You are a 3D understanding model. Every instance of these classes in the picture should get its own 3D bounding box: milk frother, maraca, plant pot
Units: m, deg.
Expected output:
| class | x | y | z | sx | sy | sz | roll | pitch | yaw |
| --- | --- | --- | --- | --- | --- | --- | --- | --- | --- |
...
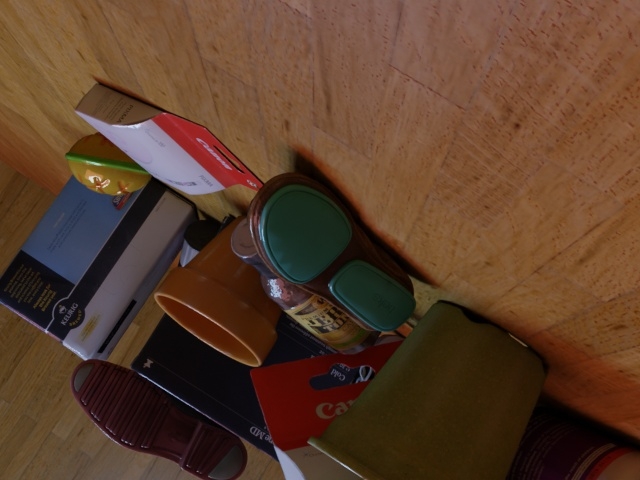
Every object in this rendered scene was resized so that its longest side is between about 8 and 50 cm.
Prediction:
| class | x | y | z | sx | sy | sz | roll | pitch | yaw |
| --- | --- | --- | --- | --- | --- | --- | --- | --- | --- |
| milk frother | -0.228 | 0.007 | 2.040 | 0.143 | 0.129 | 0.135 | 59 | 146 | 29 |
| maraca | -0.311 | -0.119 | 1.643 | 0.185 | 0.099 | 0.127 | 8 | -174 | -21 |
| plant pot | 0.163 | 0.232 | 1.377 | 0.276 | 0.254 | 0.276 | 31 | 171 | 5 |
| plant pot | -0.132 | 0.070 | 1.676 | 0.205 | 0.188 | 0.205 | 30 | 162 | 11 |

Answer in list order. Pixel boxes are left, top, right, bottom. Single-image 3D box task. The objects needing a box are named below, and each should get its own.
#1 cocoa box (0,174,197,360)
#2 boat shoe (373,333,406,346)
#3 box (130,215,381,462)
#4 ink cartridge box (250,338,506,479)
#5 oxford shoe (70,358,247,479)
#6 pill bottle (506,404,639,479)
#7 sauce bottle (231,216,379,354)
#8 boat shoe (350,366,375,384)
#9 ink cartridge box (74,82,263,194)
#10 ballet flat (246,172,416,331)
| class | x | y | z | sx | sy | sz | roll | pitch | yaw |
| --- | --- | --- | --- | --- | --- | --- | --- | --- | --- |
| cocoa box | -0.428 | 0.031 | 2.005 | 0.228 | 0.347 | 0.231 | 33 | 172 | 1 |
| boat shoe | 0.155 | 0.237 | 1.975 | 0.081 | 0.079 | 0.227 | 16 | 165 | 46 |
| box | -0.106 | 0.185 | 1.846 | 0.343 | 0.312 | 0.179 | 33 | 171 | 1 |
| ink cartridge box | 0.096 | 0.317 | 1.584 | 0.091 | 0.308 | 0.385 | 114 | 141 | -50 |
| oxford shoe | -0.294 | 0.325 | 1.877 | 0.348 | 0.123 | 0.130 | 34 | 178 | -5 |
| pill bottle | 0.373 | 0.367 | 1.610 | 0.181 | 0.181 | 0.323 | 39 | 169 | -34 |
| sauce bottle | -0.021 | 0.070 | 1.588 | 0.111 | 0.111 | 0.344 | 25 | 170 | 39 |
| boat shoe | 0.092 | 0.310 | 2.178 | 0.306 | 0.113 | 0.105 | 5 | 168 | -7 |
| ink cartridge box | -0.195 | -0.115 | 1.391 | 0.232 | 0.066 | 0.189 | 31 | 171 | 39 |
| ballet flat | 0.000 | 0.000 | 1.247 | 0.342 | 0.116 | 0.124 | 37 | -170 | -48 |
